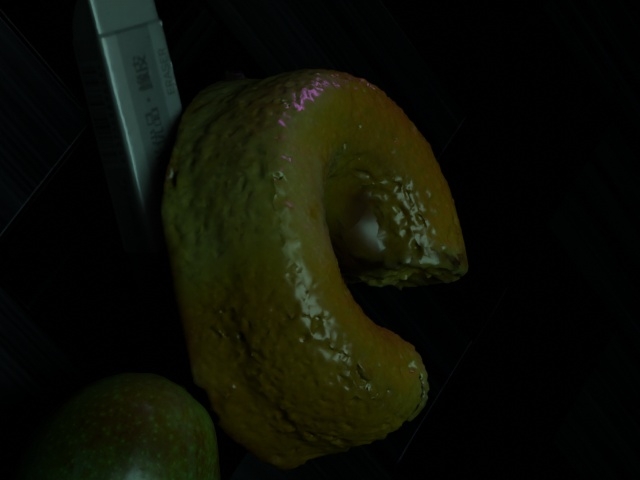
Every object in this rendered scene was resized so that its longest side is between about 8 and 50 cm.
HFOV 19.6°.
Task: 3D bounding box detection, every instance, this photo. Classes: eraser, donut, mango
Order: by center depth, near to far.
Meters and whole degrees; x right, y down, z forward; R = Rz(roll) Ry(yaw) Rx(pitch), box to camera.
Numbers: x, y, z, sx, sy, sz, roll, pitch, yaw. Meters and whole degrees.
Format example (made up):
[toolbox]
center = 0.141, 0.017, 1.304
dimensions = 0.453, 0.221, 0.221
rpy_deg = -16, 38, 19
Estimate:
[mango]
center = -0.225, 0.311, 1.836
dimensions = 0.382, 0.201, 0.225
rpy_deg = -68, 155, -9
[eraser]
center = -0.189, -0.110, 1.949
dimensions = 0.089, 0.061, 0.352
rpy_deg = -23, 105, -39
[donut]
center = 0.000, 0.000, 1.975
dimensions = 0.377, 0.163, 0.435
rpy_deg = 53, 39, -29
